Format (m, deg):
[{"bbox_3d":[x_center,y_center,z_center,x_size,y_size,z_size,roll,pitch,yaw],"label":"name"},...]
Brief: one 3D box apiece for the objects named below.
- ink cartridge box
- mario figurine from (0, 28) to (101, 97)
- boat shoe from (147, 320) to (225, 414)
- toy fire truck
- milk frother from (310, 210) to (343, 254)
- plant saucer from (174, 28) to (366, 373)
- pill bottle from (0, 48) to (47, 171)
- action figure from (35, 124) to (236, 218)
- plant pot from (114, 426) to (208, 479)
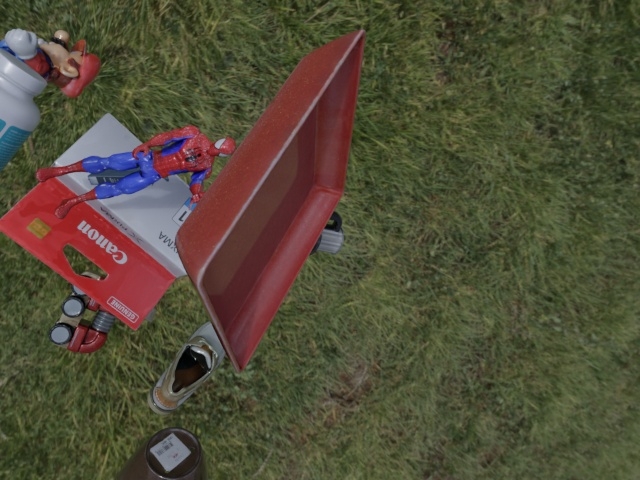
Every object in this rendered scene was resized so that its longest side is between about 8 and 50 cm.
[{"bbox_3d":[-0.352,-0.031,0.917,0.296,0.066,0.261,44,59,-21],"label":"ink cartridge box"},{"bbox_3d":[-0.667,-0.447,1.181,0.320,0.198,0.170,-5,146,-48],"label":"mario figurine"},{"bbox_3d":[-0.305,0.301,1.296,0.113,0.302,0.103,41,129,-9],"label":"boat shoe"},{"bbox_3d":[-0.610,0.220,1.479,0.246,0.158,0.217,25,85,-18],"label":"toy fire truck"},{"bbox_3d":[0.000,0.000,1.360,0.134,0.143,0.129,10,140,-28],"label":"milk frother"},{"bbox_3d":[-0.042,-0.026,0.485,0.047,0.258,0.259,24,64,10],"label":"plant saucer"},{"bbox_3d":[-0.587,-0.195,0.875,0.146,0.146,0.264,39,93,-29],"label":"pill bottle"},{"bbox_3d":[-0.253,-0.088,0.709,0.280,0.139,0.091,-16,115,1],"label":"action figure"},{"bbox_3d":[-0.318,0.489,1.046,0.215,0.215,0.230,3,130,-25],"label":"plant pot"}]
